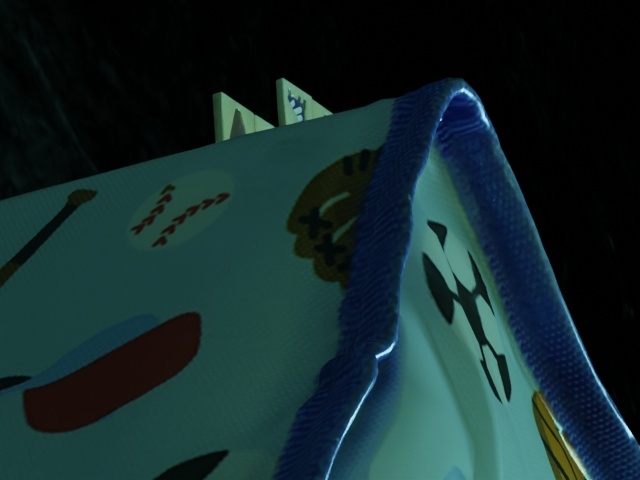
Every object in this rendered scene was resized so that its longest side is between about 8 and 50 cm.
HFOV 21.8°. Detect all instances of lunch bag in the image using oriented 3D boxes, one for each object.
[{"bbox_3d":[-0.045,0.195,0.475,0.385,0.328,0.239,61,33,-32],"label":"lunch bag"}]

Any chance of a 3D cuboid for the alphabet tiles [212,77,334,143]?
[{"bbox_3d":[0.000,0.000,1.046,0.237,0.009,0.198,30,51,-57],"label":"alphabet tiles"}]
